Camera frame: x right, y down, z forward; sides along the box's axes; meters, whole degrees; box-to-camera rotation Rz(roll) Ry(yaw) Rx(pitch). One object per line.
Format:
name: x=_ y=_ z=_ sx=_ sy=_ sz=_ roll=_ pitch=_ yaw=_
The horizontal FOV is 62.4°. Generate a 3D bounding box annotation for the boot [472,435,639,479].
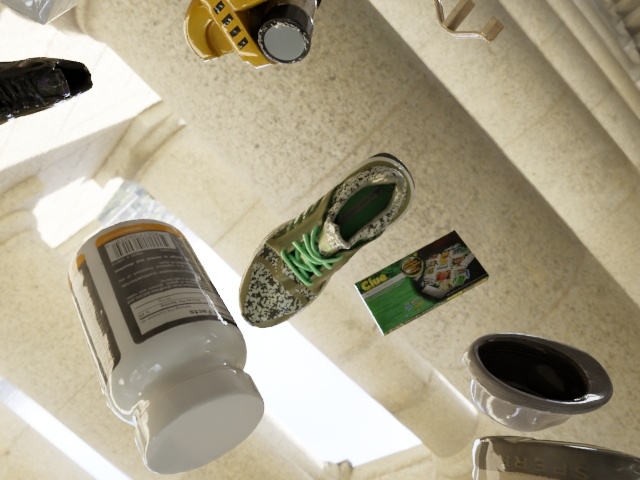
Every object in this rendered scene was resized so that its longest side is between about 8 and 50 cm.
boot: x=0.193 y=0.309 z=0.311 sx=0.138 sy=0.377 sz=0.284 roll=-12 pitch=-132 yaw=40

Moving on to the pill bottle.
pill bottle: x=-0.184 y=0.113 z=0.623 sx=0.162 sy=0.162 sz=0.278 roll=-44 pitch=-126 yaw=7

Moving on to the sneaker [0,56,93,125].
sneaker: x=-0.462 y=-0.236 z=0.804 sx=0.124 sy=0.107 sz=0.283 roll=-4 pitch=-153 yaw=15

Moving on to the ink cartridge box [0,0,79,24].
ink cartridge box: x=-0.389 y=-0.413 z=0.772 sx=0.139 sy=0.082 sz=0.190 roll=-52 pitch=-156 yaw=22

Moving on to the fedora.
fedora: x=0.418 y=0.297 z=1.064 sx=0.243 sy=0.276 sz=0.124 roll=-81 pitch=178 yaw=-65

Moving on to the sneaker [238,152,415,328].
sneaker: x=0.000 y=0.000 z=0.925 sx=0.410 sy=0.158 sz=0.182 roll=-46 pitch=-179 yaw=4

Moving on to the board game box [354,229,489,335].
board game box: x=0.219 y=0.091 z=1.162 sx=0.260 sy=0.136 sz=0.030 roll=-27 pitch=152 yaw=-2

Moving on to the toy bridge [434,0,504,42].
toy bridge: x=0.241 y=-0.396 z=0.928 sx=0.063 sy=0.026 sz=0.188 roll=-51 pitch=-132 yaw=25

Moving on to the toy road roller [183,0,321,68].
toy road roller: x=-0.155 y=-0.452 z=0.920 sx=0.241 sy=0.329 sz=0.202 roll=-9 pitch=-128 yaw=25
